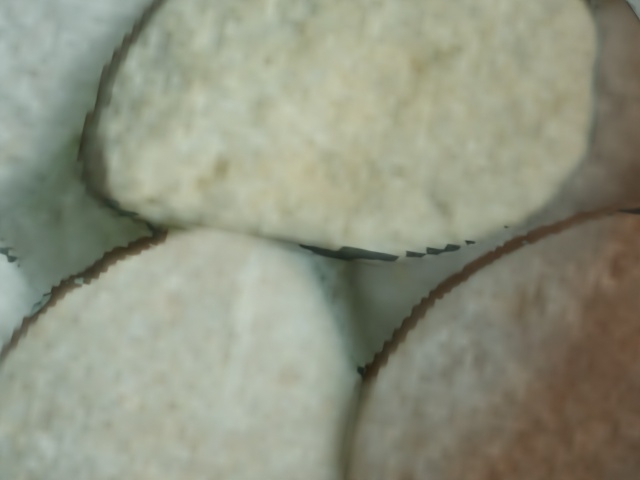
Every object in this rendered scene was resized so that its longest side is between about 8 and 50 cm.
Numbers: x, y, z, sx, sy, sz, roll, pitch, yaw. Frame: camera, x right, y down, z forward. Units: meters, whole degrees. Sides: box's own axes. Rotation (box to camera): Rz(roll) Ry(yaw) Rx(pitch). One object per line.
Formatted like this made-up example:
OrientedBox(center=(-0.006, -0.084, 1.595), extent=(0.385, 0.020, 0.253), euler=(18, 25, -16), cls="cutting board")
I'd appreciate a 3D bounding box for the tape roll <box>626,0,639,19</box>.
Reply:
OrientedBox(center=(0.000, 0.000, 0.461), extent=(0.321, 0.077, 0.321), euler=(0, 87, -5), cls="tape roll")
